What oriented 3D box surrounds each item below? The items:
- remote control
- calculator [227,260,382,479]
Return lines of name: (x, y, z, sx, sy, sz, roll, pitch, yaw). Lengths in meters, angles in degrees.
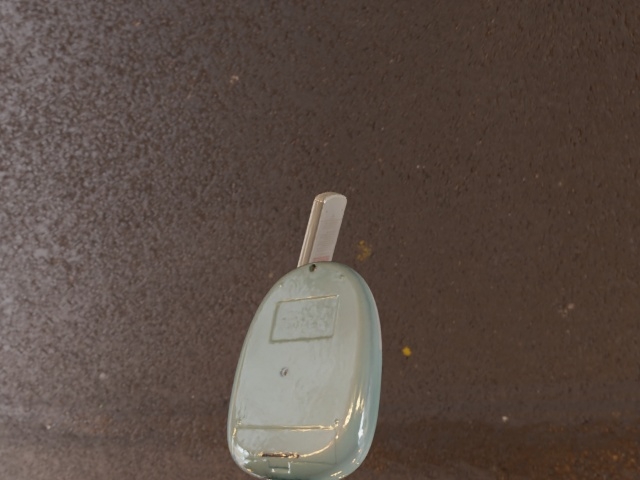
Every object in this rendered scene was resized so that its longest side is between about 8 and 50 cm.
remote control: (0.000, 0.000, 1.274, 0.029, 0.087, 0.190, 24, 109, 30)
calculator: (-0.021, 0.157, 0.725, 0.184, 0.295, 0.042, -10, 149, 31)
